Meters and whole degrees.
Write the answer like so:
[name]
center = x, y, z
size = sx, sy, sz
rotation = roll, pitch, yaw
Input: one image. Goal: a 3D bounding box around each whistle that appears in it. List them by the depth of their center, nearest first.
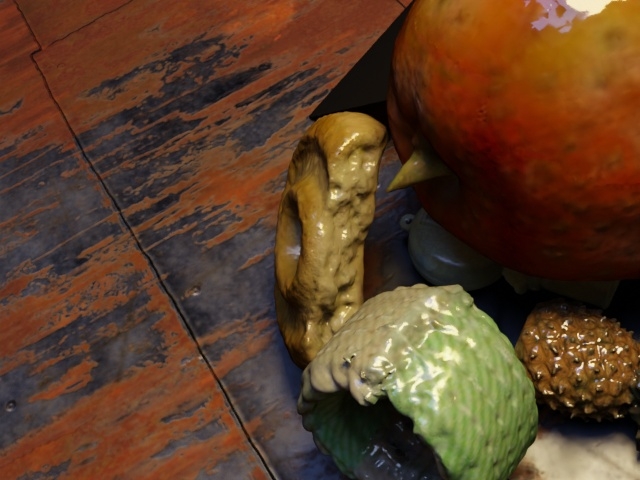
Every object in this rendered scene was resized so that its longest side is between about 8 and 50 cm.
[whistle]
center = 0.203, 0.013, 1.049
size = 0.258, 0.067, 0.126
rotation = 21, 60, 24

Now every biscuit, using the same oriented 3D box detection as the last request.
[biscuit]
center = -0.001, 0.000, 1.015
size = 0.091, 0.213, 0.274
rotation = 3, 93, -14

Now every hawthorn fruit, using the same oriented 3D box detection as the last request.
[hawthorn fruit]
center = 0.234, -0.135, 0.900
size = 0.402, 0.403, 0.403
rotation = -7, 53, 10

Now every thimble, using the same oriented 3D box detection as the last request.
[thimble]
center = 0.092, 0.148, 0.877
size = 0.219, 0.219, 0.150
rotation = 25, 55, 29

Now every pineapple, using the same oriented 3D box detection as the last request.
[pineapple]
center = 0.311, 0.144, 0.896
size = 0.251, 0.125, 0.125
rotation = 27, 65, 24

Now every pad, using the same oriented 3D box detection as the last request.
[pad]
center = 0.125, -0.273, 1.249
size = 0.300, 0.005, 0.202
rotation = -51, 24, -22

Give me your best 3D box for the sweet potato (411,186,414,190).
[sweet potato]
center = 0.209, -0.126, 1.135
size = 0.251, 0.097, 0.097
rotation = -26, 52, -9
